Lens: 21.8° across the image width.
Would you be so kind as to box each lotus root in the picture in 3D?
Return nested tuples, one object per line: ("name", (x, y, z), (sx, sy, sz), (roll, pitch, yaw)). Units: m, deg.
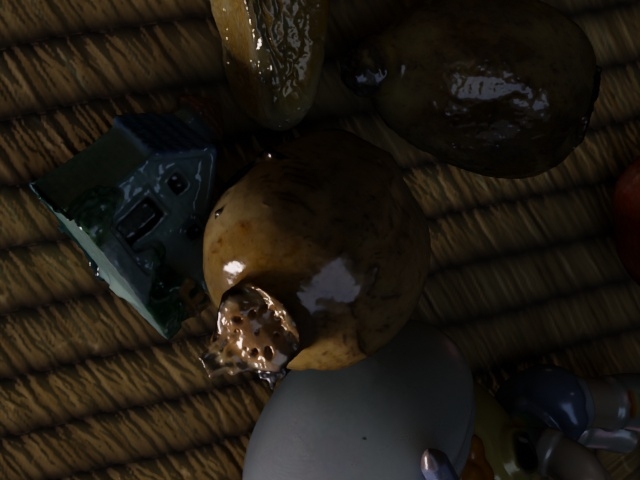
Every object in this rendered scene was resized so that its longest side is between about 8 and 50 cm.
("lotus root", (0.000, 0.000, 1.153), (0.140, 0.257, 0.154), (-34, 105, 30))
("lotus root", (0.112, -0.119, 1.218), (0.214, 0.138, 0.138), (12, 107, -28))

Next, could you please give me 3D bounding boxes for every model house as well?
("model house", (-0.105, -0.031, 1.171), (0.149, 0.119, 0.148), (-45, 123, -10))

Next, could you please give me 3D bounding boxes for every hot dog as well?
("hot dog", (-0.040, -0.193, 1.139), (0.073, 0.084, 0.242), (-20, 118, -14))

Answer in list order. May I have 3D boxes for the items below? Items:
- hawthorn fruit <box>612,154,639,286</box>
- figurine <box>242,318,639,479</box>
("hawthorn fruit", (0.328, -0.009, 1.328), (0.169, 0.188, 0.169), (-15, 122, -25))
("figurine", (0.105, 0.161, 1.338), (0.382, 0.225, 0.205), (-2, 71, -50))
